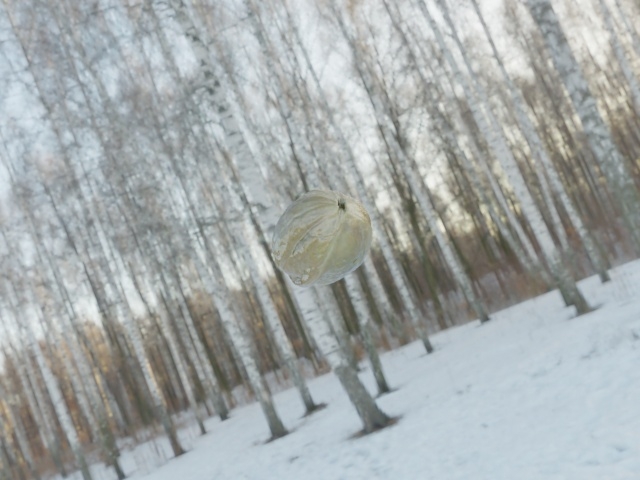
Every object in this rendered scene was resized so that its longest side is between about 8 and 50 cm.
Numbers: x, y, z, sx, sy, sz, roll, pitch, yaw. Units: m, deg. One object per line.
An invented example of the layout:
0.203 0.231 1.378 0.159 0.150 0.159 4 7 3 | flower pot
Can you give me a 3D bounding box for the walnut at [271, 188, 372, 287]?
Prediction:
0.000 0.000 0.842 0.105 0.105 0.124 -16 -31 -46 | walnut
